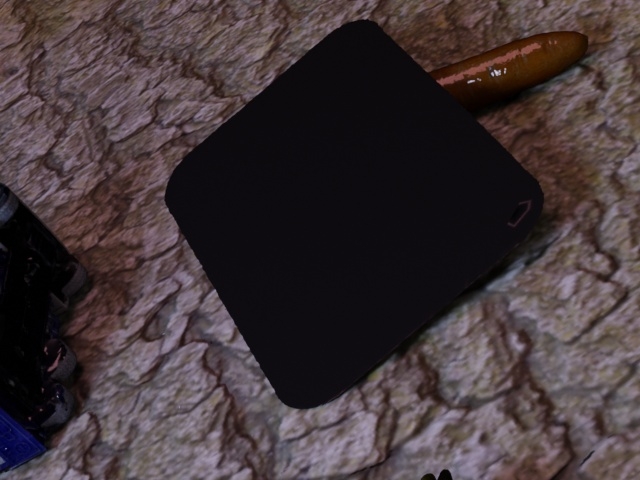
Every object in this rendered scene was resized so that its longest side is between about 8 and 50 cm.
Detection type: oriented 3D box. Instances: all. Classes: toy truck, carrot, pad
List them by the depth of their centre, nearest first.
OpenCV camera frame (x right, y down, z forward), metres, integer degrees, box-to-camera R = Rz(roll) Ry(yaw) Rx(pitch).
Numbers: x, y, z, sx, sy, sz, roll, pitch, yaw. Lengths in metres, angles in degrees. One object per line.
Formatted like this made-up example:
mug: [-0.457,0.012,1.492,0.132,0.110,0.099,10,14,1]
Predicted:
pad: [-0.001,0.000,1.254,0.315,0.063,0.375,-39,37,4]
carrot: [0.152,-0.140,1.272,0.139,0.048,0.048,-21,33,21]
toy truck: [-0.299,0.080,1.323,0.155,0.124,0.268,-30,31,17]

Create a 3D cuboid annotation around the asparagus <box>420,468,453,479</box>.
asparagus: [0.052,0.248,0.762,0.128,0.108,0.382,-31,28,8]
